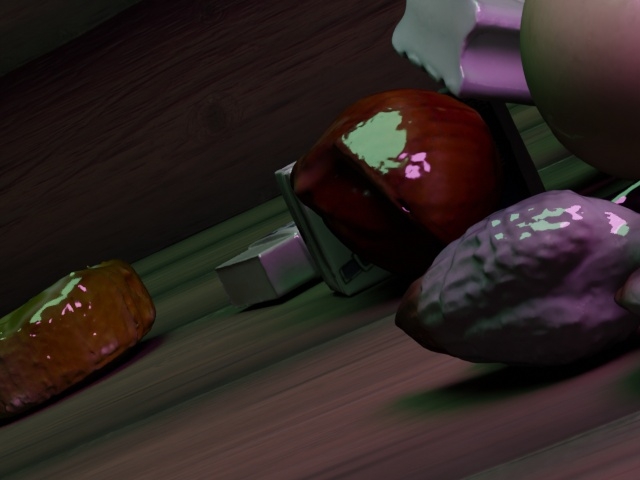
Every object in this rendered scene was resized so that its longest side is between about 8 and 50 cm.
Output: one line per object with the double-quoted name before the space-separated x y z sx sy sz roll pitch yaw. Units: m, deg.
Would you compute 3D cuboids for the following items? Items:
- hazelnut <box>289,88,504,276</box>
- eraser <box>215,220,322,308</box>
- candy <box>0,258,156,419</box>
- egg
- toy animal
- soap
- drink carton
"hazelnut" 0.070 -0.042 1.330 0.160 0.170 0.202 -50 6 -31
"eraser" 0.000 0.000 1.704 0.210 0.068 0.124 -30 7 -28
"candy" -0.314 0.116 1.790 0.260 0.118 0.260 -28 5 3
"egg" 0.259 -0.151 1.157 0.219 0.219 0.269 -24 -8 20
"toy animal" 0.136 0.014 0.820 0.195 0.090 0.324 -26 4 0
"soap" 0.217 -0.175 1.398 0.266 0.087 0.160 5 20 -23
"drink carton" 0.083 -0.054 1.481 0.222 0.134 0.102 -27 8 -7
